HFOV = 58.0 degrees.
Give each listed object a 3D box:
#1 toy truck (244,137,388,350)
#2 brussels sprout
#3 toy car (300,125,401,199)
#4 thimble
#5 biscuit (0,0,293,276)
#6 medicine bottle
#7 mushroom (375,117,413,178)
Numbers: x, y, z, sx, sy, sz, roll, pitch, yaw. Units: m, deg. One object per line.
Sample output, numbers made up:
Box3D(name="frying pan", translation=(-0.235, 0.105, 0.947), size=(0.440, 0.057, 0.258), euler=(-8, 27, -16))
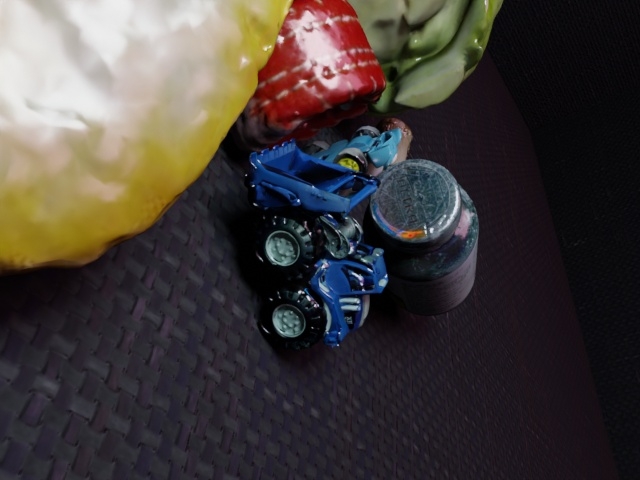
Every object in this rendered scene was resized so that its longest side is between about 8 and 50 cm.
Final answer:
Box3D(name="toy truck", translation=(0.000, 0.000, 0.596), size=(0.113, 0.126, 0.208), euler=(-42, 124, -62))
Box3D(name="brussels sprout", translation=(0.108, -0.418, 0.880), size=(0.361, 0.342, 0.425), euler=(-43, 119, -53))
Box3D(name="toy car", translation=(0.027, -0.072, 0.705), size=(0.126, 0.161, 0.098), euler=(-60, 133, -57))
Box3D(name="thimble", translation=(-0.028, -0.183, 0.654), size=(0.125, 0.189, 0.163), euler=(64, -16, -4))
Box3D(name="biscuit", translation=(-0.204, -0.195, 0.315), size=(0.429, 0.104, 0.446), euler=(27, 72, -37))
Box3D(name="medicine bottle", translation=(0.134, 0.003, 0.756), size=(0.293, 0.141, 0.141), euler=(57, 21, -67))
Box3D(name="mushroom", translation=(0.126, -0.116, 1.000), size=(0.084, 0.071, 0.209), euler=(84, 8, -56))
